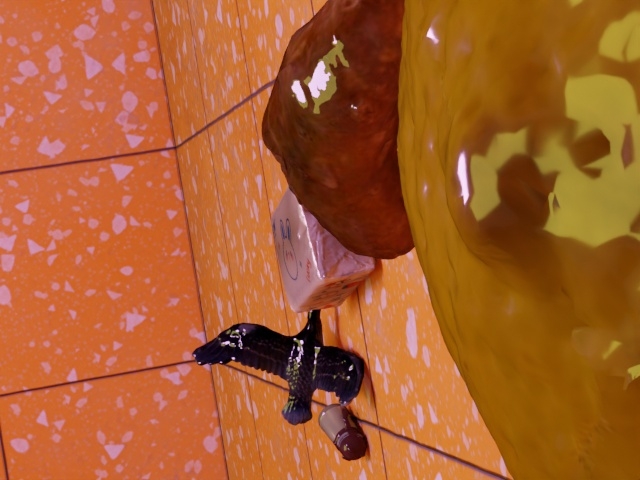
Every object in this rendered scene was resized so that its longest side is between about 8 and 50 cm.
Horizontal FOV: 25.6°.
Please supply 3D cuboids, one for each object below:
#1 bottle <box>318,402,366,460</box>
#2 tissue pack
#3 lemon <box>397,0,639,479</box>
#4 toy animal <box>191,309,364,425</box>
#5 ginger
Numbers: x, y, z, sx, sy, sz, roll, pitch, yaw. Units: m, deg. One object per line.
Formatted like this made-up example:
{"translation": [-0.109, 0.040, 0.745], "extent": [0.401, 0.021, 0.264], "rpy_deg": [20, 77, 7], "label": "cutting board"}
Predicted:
{"translation": [0.035, 0.269, 1.946], "extent": [0.063, 0.047, 0.101], "rpy_deg": [56, 176, -31], "label": "bottle"}
{"translation": [0.000, 0.000, 1.794], "extent": [0.196, 0.092, 0.148], "rpy_deg": [121, 137, -72], "label": "tissue pack"}
{"translation": [0.187, -0.046, 0.438], "extent": [0.387, 0.349, 0.350], "rpy_deg": [-92, 4, -47], "label": "lemon"}
{"translation": [-0.029, 0.152, 1.971], "extent": [0.160, 0.272, 0.197], "rpy_deg": [71, -142, -53], "label": "toy animal"}
{"translation": [0.032, -0.122, 1.431], "extent": [0.321, 0.172, 0.165], "rpy_deg": [90, -156, -44], "label": "ginger"}
